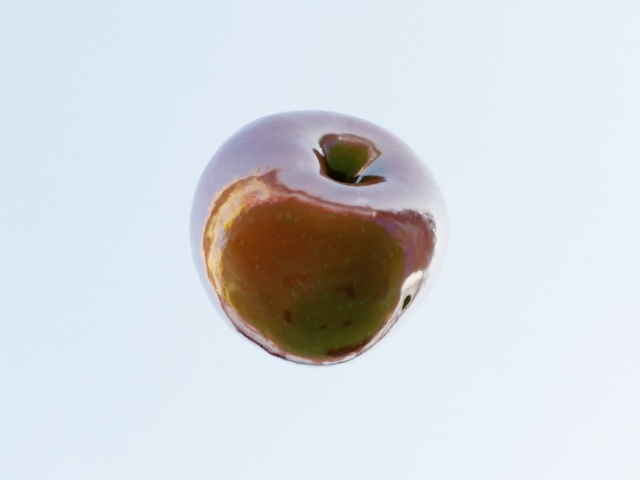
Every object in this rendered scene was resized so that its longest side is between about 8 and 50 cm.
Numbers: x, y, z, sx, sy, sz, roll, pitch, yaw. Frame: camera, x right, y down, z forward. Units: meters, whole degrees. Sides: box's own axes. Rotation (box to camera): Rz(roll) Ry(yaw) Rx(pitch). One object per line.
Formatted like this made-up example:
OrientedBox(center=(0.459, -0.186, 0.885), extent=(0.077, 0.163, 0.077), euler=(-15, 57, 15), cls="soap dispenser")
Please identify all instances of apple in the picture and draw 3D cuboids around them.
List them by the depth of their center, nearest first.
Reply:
OrientedBox(center=(0.000, 0.000, 1.417), extent=(0.260, 0.260, 0.216), euler=(12, -55, -9), cls="apple")
